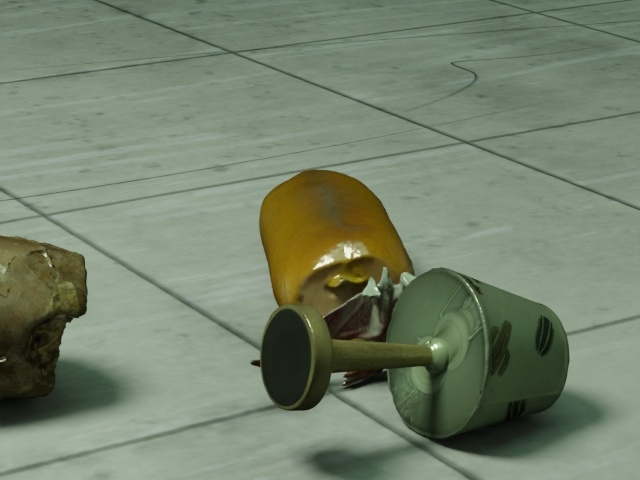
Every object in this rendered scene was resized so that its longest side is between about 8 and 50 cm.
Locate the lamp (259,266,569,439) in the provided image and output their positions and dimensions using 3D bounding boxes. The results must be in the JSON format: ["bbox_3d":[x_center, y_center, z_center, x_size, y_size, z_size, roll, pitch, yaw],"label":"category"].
[{"bbox_3d":[0.065,0.078,1.319,0.215,0.121,0.121,2,15,-32],"label":"lamp"}]

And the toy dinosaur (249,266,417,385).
[{"bbox_3d":[0.046,0.065,1.415,0.220,0.108,0.032,-11,47,-26],"label":"toy dinosaur"}]

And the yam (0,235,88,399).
[{"bbox_3d":[-0.295,0.044,1.354,0.238,0.129,0.128,7,-26,-23],"label":"yam"}]

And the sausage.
[{"bbox_3d":[0.006,0.000,1.592,0.112,0.112,0.328,-2,17,-6],"label":"sausage"}]
